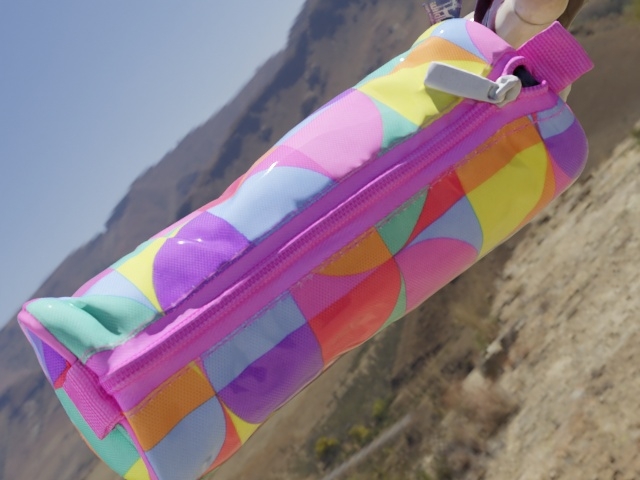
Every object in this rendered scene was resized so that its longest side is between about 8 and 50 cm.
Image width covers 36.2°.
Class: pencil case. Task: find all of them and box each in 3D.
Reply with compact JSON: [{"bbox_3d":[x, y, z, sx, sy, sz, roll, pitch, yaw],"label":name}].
[{"bbox_3d":[0.000,0.000,0.392,0.236,0.104,0.104,-39,3,-17],"label":"pencil case"}]

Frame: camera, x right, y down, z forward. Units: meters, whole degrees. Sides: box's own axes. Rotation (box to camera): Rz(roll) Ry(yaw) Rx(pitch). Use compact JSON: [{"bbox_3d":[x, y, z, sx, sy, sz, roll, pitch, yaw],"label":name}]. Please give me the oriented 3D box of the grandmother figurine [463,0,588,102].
[{"bbox_3d":[0.137,-0.180,0.558,0.208,0.104,0.342,-45,-15,-32],"label":"grandmother figurine"}]
